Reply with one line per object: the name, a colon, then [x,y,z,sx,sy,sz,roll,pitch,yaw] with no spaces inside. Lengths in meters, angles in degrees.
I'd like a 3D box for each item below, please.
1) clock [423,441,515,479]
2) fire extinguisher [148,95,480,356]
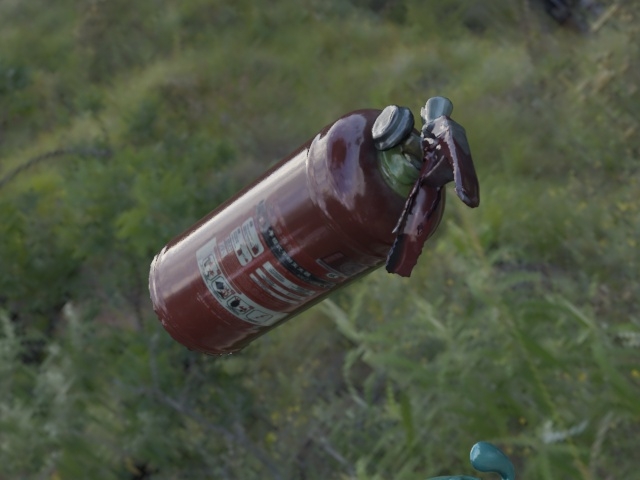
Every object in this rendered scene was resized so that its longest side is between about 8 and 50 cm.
clock: [0.108,0.239,1.001,0.060,0.148,0.188,-20,23,52]
fire extinguisher: [0.000,0.000,0.983,0.337,0.106,0.147,-33,38,48]
